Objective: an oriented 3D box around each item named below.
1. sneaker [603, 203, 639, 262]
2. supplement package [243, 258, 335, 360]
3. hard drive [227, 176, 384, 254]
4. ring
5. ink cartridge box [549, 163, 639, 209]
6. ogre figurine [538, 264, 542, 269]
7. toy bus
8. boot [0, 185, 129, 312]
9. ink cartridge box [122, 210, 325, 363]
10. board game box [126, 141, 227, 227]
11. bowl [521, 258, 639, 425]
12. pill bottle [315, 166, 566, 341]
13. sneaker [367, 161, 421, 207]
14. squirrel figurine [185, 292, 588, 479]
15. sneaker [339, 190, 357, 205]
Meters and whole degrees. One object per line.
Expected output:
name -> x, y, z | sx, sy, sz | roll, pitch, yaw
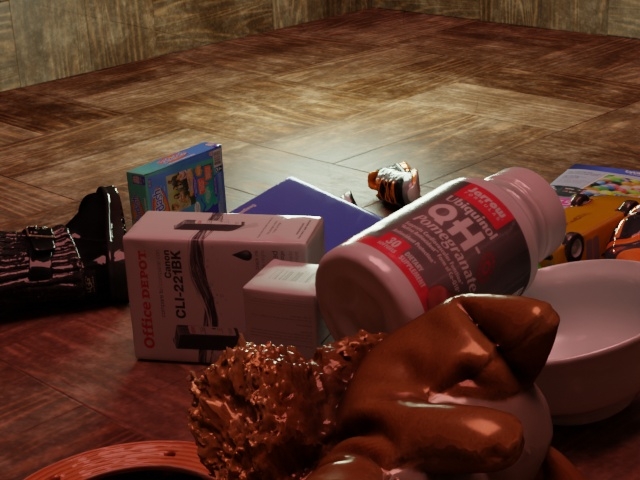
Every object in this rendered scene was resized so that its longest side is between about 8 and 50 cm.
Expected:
sneaker -> 0.565, 0.076, 1.761 | 0.321, 0.124, 0.180 | 24, 52, 26
supplement package -> -0.029, 0.128, 1.576 | 0.105, 0.179, 0.105 | 6, 23, 21
hard drive -> 0.000, 0.000, 1.994 | 0.319, 0.040, 0.210 | 26, 43, 34
ring -> -0.204, 0.317, 1.314 | 0.337, 0.032, 0.336 | -2, 21, 1
ink cartridge box -> 0.524, -0.079, 2.231 | 0.186, 0.065, 0.311 | 10, 23, 30
ogre figurine -> 0.331, 0.093, 1.714 | 0.197, 0.118, 0.097 | 6, 18, 17
toy bus -> 0.420, 0.011, 1.894 | 0.108, 0.130, 0.333 | 10, 24, 42
boot -> -0.457, 0.009, 2.015 | 0.260, 0.131, 0.348 | -6, 21, -10
ink cartridge box -> -0.135, 0.069, 1.722 | 0.273, 0.197, 0.114 | 2, 21, 13
board game box -> -0.257, -0.076, 2.175 | 0.047, 0.160, 0.210 | 11, 24, 34
bowl -> 0.320, 0.143, 1.520 | 0.298, 0.134, 0.298 | -15, 17, 5
pill bottle -> 0.162, 0.026, 1.508 | 0.319, 0.176, 0.176 | -30, 33, -34
sneaker -> 0.146, -0.100, 2.311 | 0.083, 0.084, 0.215 | -7, 12, -6
squirrel figurine -> 0.038, 0.241, 1.224 | 0.397, 0.281, 0.370 | 12, 37, 42
sneaker -> 0.035, -0.021, 2.152 | 0.077, 0.072, 0.178 | -24, 20, 9
